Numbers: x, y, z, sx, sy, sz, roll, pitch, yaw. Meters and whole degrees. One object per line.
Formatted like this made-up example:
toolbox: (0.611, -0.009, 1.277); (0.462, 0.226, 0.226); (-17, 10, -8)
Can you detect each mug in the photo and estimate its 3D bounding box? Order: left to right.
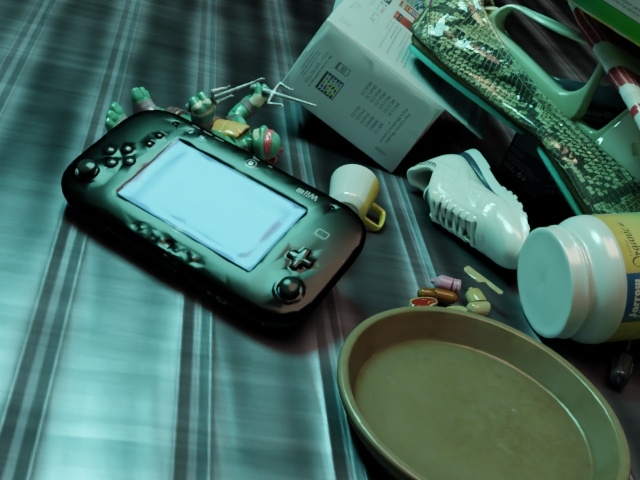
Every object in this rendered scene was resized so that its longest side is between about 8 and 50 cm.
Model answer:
mug: (0.044, -0.050, 1.076); (0.078, 0.062, 0.064); (13, 38, 5)

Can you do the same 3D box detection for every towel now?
towel: (0.430, -0.163, 1.076); (0.237, 0.037, 0.329); (19, 41, -30)

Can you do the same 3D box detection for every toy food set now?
toy food set: (0.143, 0.069, 0.975); (0.122, 0.019, 0.078); (-21, 47, -36)

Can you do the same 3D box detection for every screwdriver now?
screwdriver: (0.351, 0.124, 0.996); (0.025, 0.024, 0.170); (56, 31, 4)

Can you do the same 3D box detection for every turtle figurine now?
turtle figurine: (-0.132, -0.143, 1.078); (0.234, 0.118, 0.175); (5, 10, 11)

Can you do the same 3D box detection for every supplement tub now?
supplement tub: (0.339, 0.040, 0.981); (0.200, 0.144, 0.144); (-4, 35, -15)

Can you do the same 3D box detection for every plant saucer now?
plant saucer: (0.145, 0.160, 0.806); (0.278, 0.041, 0.278); (13, 30, -7)

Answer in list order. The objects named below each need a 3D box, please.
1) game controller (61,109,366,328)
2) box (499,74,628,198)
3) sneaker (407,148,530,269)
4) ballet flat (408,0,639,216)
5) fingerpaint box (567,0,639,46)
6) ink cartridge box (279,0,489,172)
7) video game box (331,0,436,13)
game controller: (-0.114, -0.033, 0.922); (0.319, 0.067, 0.166); (29, 64, 18)
box: (0.377, -0.149, 1.300); (0.156, 0.158, 0.093); (0, 34, -33)
sneaker: (0.190, -0.034, 1.118); (0.095, 0.090, 0.235); (-6, 32, -14)
ballet flat: (0.317, -0.166, 1.143); (0.483, 0.182, 0.164); (51, 20, 16)
fingerpaint box: (0.496, -0.310, 1.100); (0.445, 0.163, 0.371); (33, 29, 0)
ink cartridge box: (0.115, -0.242, 1.323); (0.272, 0.130, 0.309); (37, 30, -6)
video game box: (0.118, -0.408, 1.550); (0.187, 0.205, 0.048); (16, 29, -4)
